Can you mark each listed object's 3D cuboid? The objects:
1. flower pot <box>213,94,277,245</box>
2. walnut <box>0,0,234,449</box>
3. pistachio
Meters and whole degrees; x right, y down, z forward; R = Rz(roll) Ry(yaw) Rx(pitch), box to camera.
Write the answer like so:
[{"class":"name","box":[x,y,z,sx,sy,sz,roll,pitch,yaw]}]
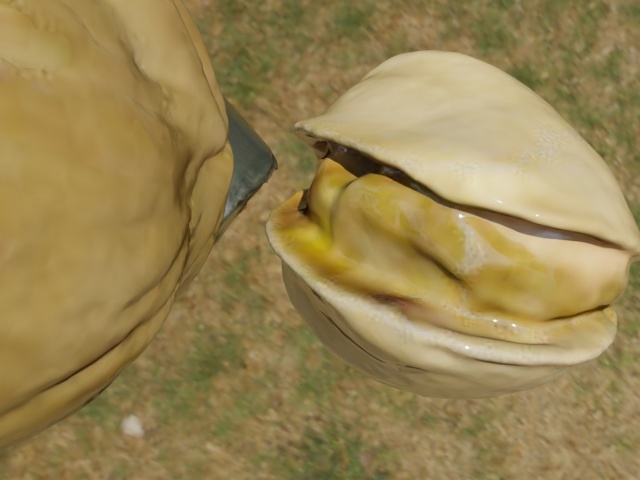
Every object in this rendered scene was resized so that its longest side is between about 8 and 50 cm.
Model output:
[{"class":"flower pot","box":[-0.100,-0.040,0.953,0.107,0.157,0.157,41,93,1]},{"class":"walnut","box":[-0.136,-0.031,0.422,0.228,0.228,0.228,-14,61,27]},{"class":"pistachio","box":[0.083,-0.007,0.958,0.321,0.238,0.229,-130,50,-73]}]
